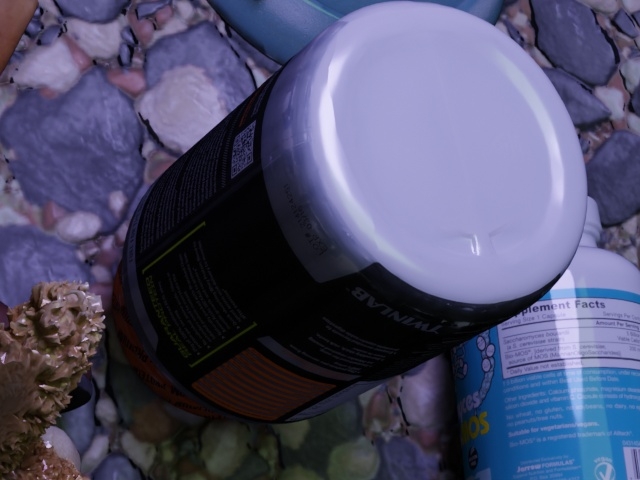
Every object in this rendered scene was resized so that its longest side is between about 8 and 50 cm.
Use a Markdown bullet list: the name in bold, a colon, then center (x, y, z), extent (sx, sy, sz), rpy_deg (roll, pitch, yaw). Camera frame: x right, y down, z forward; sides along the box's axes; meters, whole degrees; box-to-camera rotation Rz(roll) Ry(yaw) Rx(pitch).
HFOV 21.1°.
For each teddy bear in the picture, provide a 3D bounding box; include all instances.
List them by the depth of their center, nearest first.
- **teddy bear**: center (-0.237, 0.075, 0.952), extent (0.338, 0.245, 0.113), rpy_deg (35, 22, -13)

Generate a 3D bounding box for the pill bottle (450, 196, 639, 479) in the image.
- **pill bottle**: center (0.167, 0.103, 1.213), extent (0.146, 0.146, 0.264), rpy_deg (6, 68, -28)

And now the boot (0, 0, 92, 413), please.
- **boot**: center (-0.236, -0.046, 1.097), extent (0.264, 0.096, 0.280), rpy_deg (22, 54, -13)

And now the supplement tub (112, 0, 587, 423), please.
- **supplement tub**: center (0.000, 0.000, 1.054), extent (0.194, 0.316, 0.193), rpy_deg (12, 66, -27)

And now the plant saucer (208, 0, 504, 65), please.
- **plant saucer**: center (0.024, -0.268, 1.340), extent (0.318, 0.044, 0.317), rpy_deg (11, 67, -26)
